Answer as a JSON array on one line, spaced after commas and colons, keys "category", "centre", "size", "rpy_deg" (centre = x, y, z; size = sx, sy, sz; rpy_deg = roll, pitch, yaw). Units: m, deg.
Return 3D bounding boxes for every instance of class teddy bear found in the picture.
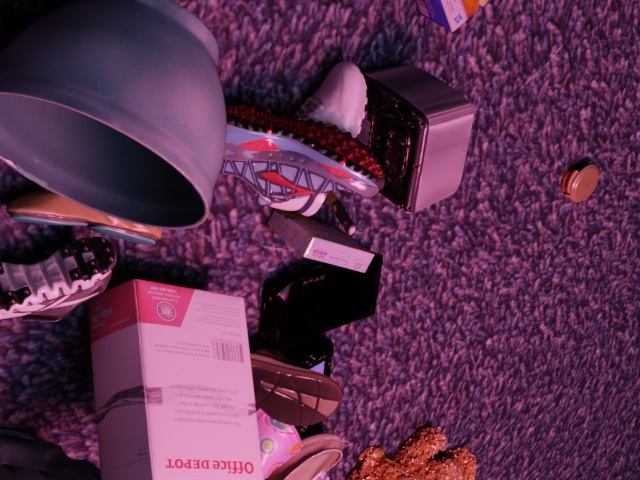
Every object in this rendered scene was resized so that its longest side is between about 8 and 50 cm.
[{"category": "teddy bear", "centre": [0.195, 0.487, 2.319], "size": [0.245, 0.113, 0.338], "rpy_deg": [-52, 139, -1]}]

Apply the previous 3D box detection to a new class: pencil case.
[{"category": "pencil case", "centre": [-0.170, 0.361, 1.892], "size": [0.284, 0.124, 0.124], "rpy_deg": [-31, 136, -18]}]

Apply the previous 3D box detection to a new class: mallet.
[{"category": "mallet", "centre": [0.016, -0.047, 1.716], "size": [0.039, 0.189, 0.062], "rpy_deg": [20, 116, -22]}]

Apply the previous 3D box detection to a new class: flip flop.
[{"category": "flip flop", "centre": [-0.091, 0.209, 1.846], "size": [0.277, 0.080, 0.112], "rpy_deg": [18, 124, -17]}]

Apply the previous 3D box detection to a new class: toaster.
[{"category": "toaster", "centre": [0.121, -0.160, 1.734], "size": [0.110, 0.168, 0.185], "rpy_deg": [-20, 132, -34]}]

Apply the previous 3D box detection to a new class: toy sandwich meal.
[{"category": "toy sandwich meal", "centre": [0.478, -0.107, 2.195], "size": [0.086, 0.029, 0.085], "rpy_deg": [-27, 135, -31]}]

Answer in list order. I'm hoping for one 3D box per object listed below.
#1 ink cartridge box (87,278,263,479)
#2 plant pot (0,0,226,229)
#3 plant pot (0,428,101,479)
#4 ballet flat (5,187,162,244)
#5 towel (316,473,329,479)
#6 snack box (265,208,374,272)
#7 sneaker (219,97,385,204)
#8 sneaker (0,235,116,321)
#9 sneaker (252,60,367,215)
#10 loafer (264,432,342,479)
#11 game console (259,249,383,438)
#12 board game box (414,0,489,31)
[{"category": "ink cartridge box", "centre": [-0.199, 0.212, 1.632], "size": [0.117, 0.283, 0.207], "rpy_deg": [-23, 156, 37]}, {"category": "plant pot", "centre": [-0.229, -0.168, 1.358], "size": [0.293, 0.293, 0.196], "rpy_deg": [45, 59, -49]}, {"category": "plant pot", "centre": [-0.439, 0.453, 1.588], "size": [0.341, 0.341, 0.334], "rpy_deg": [16, 99, -47]}, {"category": "ballet flat", "centre": [-0.300, -0.046, 1.527], "size": [0.232, 0.080, 0.073], "rpy_deg": [13, 82, -49]}, {"category": "towel", "centre": [-0.091, 0.540, 2.162], "size": [0.285, 0.034, 0.209], "rpy_deg": [-32, 138, -17]}, {"category": "snack box", "centre": [0.000, 0.000, 1.791], "size": [0.141, 0.100, 0.037], "rpy_deg": [15, 108, -47]}, {"category": "sneaker", "centre": [-0.043, -0.103, 1.630], "size": [0.262, 0.104, 0.125], "rpy_deg": [19, 121, -6]}, {"category": "sneaker", "centre": [-0.373, 0.070, 1.524], "size": [0.234, 0.078, 0.106], "rpy_deg": [-17, 150, -18]}, {"category": "sneaker", "centre": [-0.013, -0.148, 1.689], "size": [0.095, 0.090, 0.235], "rpy_deg": [17, 103, -27]}, {"category": "loafer", "centre": [-0.064, 0.433, 2.050], "size": [0.268, 0.092, 0.102], "rpy_deg": [-33, 149, -13]}, {"category": "game console", "centre": [-0.006, 0.182, 1.965], "size": [0.213, 0.044, 0.361], "rpy_deg": [-18, 130, -32]}, {"category": "board game box", "centre": [0.195, -0.491, 1.619], "size": [0.233, 0.078, 0.347], "rpy_deg": [-41, 138, -10]}]
